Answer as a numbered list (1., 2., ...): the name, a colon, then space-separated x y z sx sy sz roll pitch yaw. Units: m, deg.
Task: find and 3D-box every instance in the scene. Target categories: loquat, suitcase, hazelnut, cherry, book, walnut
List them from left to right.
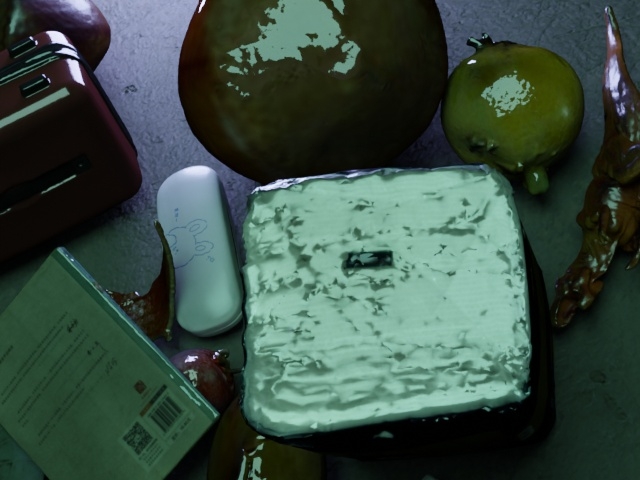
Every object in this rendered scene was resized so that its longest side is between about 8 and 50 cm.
1. suitcase: -0.396 -0.105 1.795 0.297 0.236 0.161 -28 47 0
2. hazelnut: -0.401 -0.273 1.918 0.234 0.218 0.218 33 75 29
3. book: -0.271 0.175 1.623 0.283 0.025 0.215 46 104 17
4. cherry: -0.108 0.161 1.638 0.225 0.107 0.090 -14 79 6
5. walnut: -0.060 0.266 1.553 0.137 0.137 0.245 -3 62 14
6. hazelnut: -0.015 -0.227 1.705 0.315 0.372 0.372 39 73 -16
7. loquat: 0.231 -0.148 1.687 0.172 0.149 0.204 -15 73 6

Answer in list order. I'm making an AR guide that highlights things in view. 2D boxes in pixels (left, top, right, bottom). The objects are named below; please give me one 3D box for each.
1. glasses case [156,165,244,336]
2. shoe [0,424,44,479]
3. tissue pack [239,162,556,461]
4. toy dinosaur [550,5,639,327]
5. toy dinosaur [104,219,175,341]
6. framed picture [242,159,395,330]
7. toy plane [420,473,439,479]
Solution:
1. glasses case: -0.148 0.011 1.756 0.092 0.059 0.233 -19 60 11
2. shoe: -0.414 0.324 1.650 0.103 0.100 0.251 37 54 -12
3. tissue pack: 0.092 0.088 1.424 0.264 0.416 0.253 -5 79 11
4. toy dinosaur: 0.371 -0.096 1.618 0.208 0.097 0.432 -12 53 54
5. toy dinosaur: -0.322 0.108 1.718 0.327 0.113 0.206 -7 61 21
6. framed picture: 0.000 0.000 1.747 0.184 0.016 0.250 -5 60 14
7. toy plane: 0.147 0.346 1.455 0.244 0.117 0.245 -8 59 14
